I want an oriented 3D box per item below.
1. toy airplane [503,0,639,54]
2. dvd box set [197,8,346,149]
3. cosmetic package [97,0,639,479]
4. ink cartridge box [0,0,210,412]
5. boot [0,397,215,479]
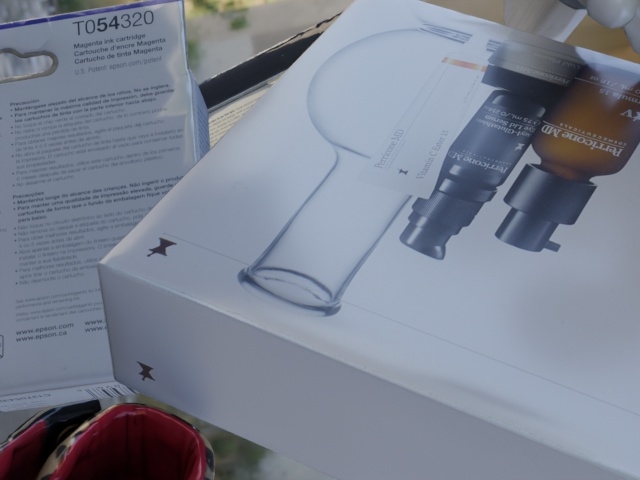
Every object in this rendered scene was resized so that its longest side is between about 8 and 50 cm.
[{"bbox_3d":[0.225,-0.282,0.646,0.384,0.272,0.386,10,-75,51],"label":"toy airplane"},{"bbox_3d":[0.000,0.000,1.362,0.420,0.308,0.062,54,19,-34],"label":"dvd box set"},{"bbox_3d":[0.124,0.019,0.678,0.284,0.377,0.097,-53,154,-39],"label":"cosmetic package"},{"bbox_3d":[-0.250,-0.023,1.118,0.071,0.324,0.330,66,17,-68],"label":"ink cartridge box"},{"bbox_3d":[-0.105,0.203,0.732,0.138,0.377,0.284,34,-48,21],"label":"boot"}]
